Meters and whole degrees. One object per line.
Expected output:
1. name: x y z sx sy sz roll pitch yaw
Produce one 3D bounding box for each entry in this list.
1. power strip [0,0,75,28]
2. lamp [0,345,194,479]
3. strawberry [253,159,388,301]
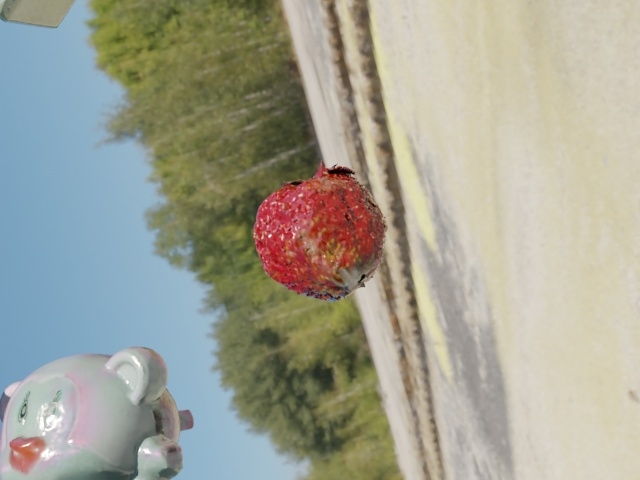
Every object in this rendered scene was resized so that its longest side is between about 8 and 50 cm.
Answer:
1. power strip: -0.386 -0.354 1.198 0.140 0.224 0.139 42 -164 6
2. lamp: -0.230 0.274 1.062 0.247 0.247 0.301 0 -107 -55
3. strawberry: 0.000 0.001 0.693 0.106 0.106 0.106 164 90 -89
